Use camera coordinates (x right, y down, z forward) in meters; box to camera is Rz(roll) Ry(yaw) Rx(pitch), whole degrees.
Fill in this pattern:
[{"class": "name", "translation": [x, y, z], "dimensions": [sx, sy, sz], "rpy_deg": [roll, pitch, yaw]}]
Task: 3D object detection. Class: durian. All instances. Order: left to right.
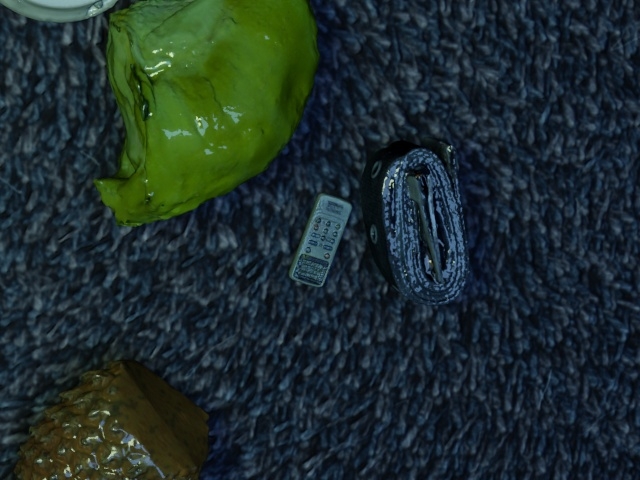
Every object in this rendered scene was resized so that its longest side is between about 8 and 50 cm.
[{"class": "durian", "translation": [-0.136, -0.185, 1.783], "dimensions": [0.339, 0.204, 0.256], "rpy_deg": [-24, 97, -11]}]

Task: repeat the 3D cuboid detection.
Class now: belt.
[{"class": "belt", "translation": [0.129, -0.019, 1.941], "dimensions": [0.122, 0.128, 0.218], "rpy_deg": [-13, 106, -13]}]

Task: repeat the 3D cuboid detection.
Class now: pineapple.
[{"class": "pineapple", "translation": [-0.322, 0.310, 1.872], "dimensions": [0.362, 0.202, 0.202], "rpy_deg": [-37, 112, 14]}]

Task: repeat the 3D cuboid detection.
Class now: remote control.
[{"class": "remote control", "translation": [0.000, 0.000, 1.965], "dimensions": [0.053, 0.018, 0.124], "rpy_deg": [19, 97, -20]}]

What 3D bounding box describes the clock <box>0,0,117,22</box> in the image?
[{"class": "clock", "translation": [-0.310, -0.377, 1.760], "dimensions": [0.236, 0.053, 0.237], "rpy_deg": [-4, 103, -17]}]
